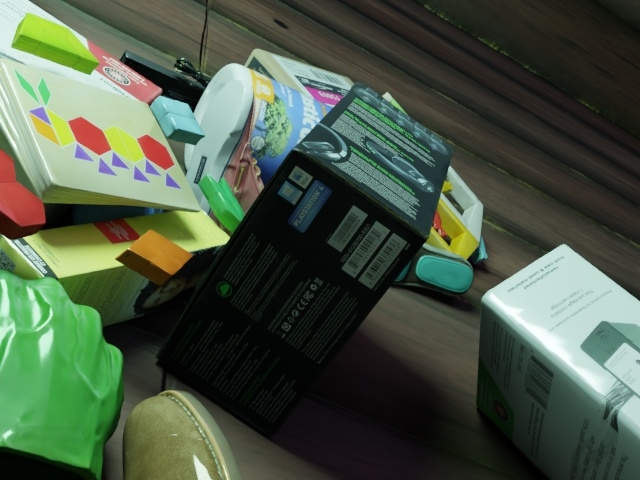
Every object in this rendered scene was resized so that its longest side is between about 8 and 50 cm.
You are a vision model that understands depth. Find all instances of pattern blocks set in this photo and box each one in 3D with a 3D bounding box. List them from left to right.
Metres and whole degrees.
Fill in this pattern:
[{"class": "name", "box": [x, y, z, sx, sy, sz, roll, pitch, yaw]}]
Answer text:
[{"class": "pattern blocks set", "box": [-0.196, -0.083, 0.713, 0.325, 0.026, 0.285, 18, 39, -50]}]

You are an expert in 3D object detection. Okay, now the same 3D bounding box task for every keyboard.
[{"class": "keyboard", "box": [-0.180, -0.197, 1.095, 0.180, 0.108, 0.023, 20, 54, -28]}]

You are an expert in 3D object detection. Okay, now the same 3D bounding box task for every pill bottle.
[{"class": "pill bottle", "box": [-0.024, -0.107, 1.075, 0.272, 0.152, 0.152, 20, 29, -28]}]

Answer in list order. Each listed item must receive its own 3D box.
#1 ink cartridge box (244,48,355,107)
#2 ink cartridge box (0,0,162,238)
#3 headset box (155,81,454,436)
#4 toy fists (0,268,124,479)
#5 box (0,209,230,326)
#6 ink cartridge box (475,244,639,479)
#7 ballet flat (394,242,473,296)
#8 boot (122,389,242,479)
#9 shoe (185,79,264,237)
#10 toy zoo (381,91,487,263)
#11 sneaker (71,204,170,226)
[{"class": "ink cartridge box", "box": [0.002, -0.200, 1.342, 0.234, 0.088, 0.193, 4, 38, -49]}, {"class": "ink cartridge box", "box": [-0.301, -0.122, 0.807, 0.197, 0.114, 0.273, 33, 27, -6]}, {"class": "headset box", "box": [0.000, 0.000, 0.807, 0.131, 0.246, 0.283, 35, 26, -1]}, {"class": "toy fists", "box": [-0.260, 0.073, 0.541, 0.279, 0.096, 0.142, 22, 46, -26]}, {"class": "box", "box": [-0.181, 0.028, 0.730, 0.058, 0.087, 0.232, 44, 28, 19]}, {"class": "ink cartridge box", "box": [0.297, 0.178, 0.837, 0.121, 0.211, 0.289, -29, 50, -20]}, {"class": "ballet flat", "box": [0.113, 0.027, 1.130, 0.213, 0.072, 0.068, 20, 2, -30]}, {"class": "boot", "box": [-0.109, 0.207, 0.492, 0.115, 0.112, 0.305, 13, 35, -25]}, {"class": "shoe", "box": [-0.097, -0.086, 0.937, 0.081, 0.178, 0.063, 15, 8, -42]}, {"class": "toy zoo", "box": [0.162, -0.076, 1.280, 0.293, 0.030, 0.192, 48, 36, -11]}, {"class": "sneaker", "box": [-0.200, -0.026, 0.840, 0.069, 0.082, 0.209, 21, 7, 2]}]
